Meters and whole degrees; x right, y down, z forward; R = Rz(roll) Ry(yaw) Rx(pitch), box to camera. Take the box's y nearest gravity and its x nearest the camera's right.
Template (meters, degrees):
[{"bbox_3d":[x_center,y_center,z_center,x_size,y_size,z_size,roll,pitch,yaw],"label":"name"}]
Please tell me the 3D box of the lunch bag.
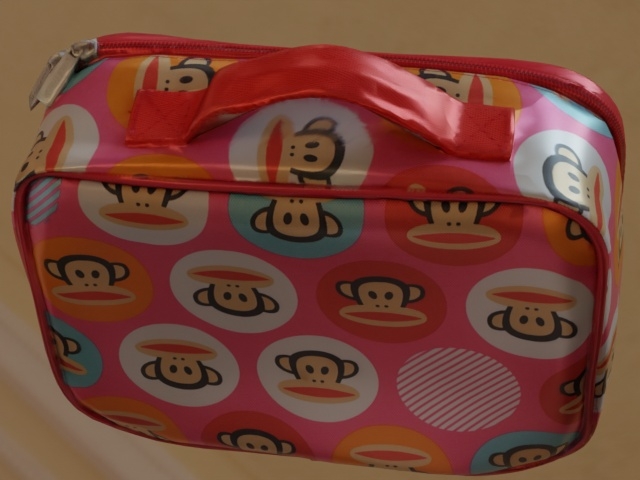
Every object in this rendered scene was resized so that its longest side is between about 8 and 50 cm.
[{"bbox_3d":[0.000,0.000,0.912,0.293,0.258,0.120,5,-128,8],"label":"lunch bag"}]
